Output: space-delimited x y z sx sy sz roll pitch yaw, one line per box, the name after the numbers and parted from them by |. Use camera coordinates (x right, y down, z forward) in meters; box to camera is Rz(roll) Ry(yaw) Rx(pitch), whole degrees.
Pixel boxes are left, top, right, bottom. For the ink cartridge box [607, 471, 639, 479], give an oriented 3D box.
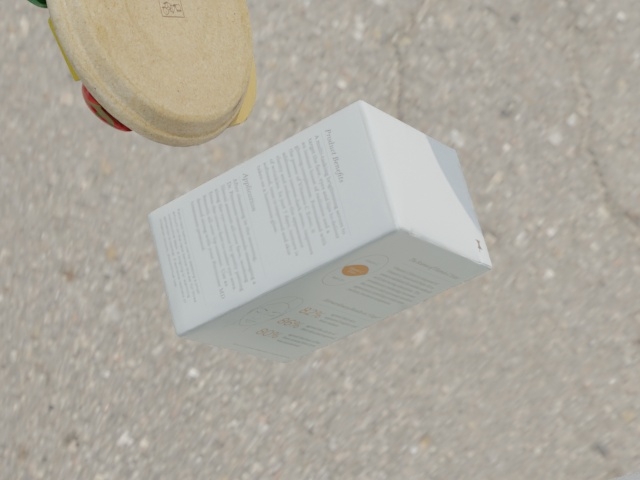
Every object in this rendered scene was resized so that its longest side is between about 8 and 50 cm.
0.169 0.174 0.435 0.198 0.270 0.197 -10 95 -26 | ink cartridge box

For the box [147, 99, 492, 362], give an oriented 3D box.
0.000 0.000 1.040 0.130 0.170 0.091 22 47 -56 | box

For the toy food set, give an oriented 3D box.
-0.050 -0.066 0.463 0.083 0.020 0.082 -33 101 -52 | toy food set
